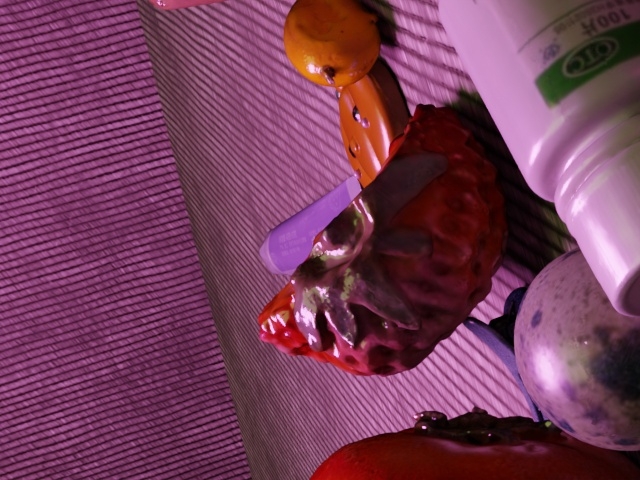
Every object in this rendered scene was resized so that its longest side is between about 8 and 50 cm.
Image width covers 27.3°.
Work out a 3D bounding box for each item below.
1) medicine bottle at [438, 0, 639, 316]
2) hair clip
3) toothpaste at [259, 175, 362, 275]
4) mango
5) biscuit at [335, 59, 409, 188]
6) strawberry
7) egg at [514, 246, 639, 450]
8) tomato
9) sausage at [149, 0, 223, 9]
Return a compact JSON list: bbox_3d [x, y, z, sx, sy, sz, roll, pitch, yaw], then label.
[{"bbox_3d":[0.175,-0.082,0.785,0.139,0.139,0.236,94,156,-58],"label":"medicine bottle"},{"bbox_3d":[0.198,0.159,1.201,0.039,0.070,0.229,-1,113,62],"label":"hair clip"},{"bbox_3d":[0.000,0.000,1.777,0.371,0.080,0.125,161,92,-72],"label":"toothpaste"},{"bbox_3d":[0.010,-0.218,1.386,0.187,0.101,0.066,-101,5,-50],"label":"mango"},{"bbox_3d":[0.049,-0.127,1.448,0.170,0.050,0.170,164,90,-76],"label":"biscuit"},{"bbox_3d":[0.078,0.008,1.225,0.149,0.265,0.336,36,-167,-1],"label":"strawberry"},{"bbox_3d":[0.199,0.069,0.882,0.182,0.141,0.141,-153,47,-84],"label":"egg"},{"bbox_3d":[0.139,0.283,1.067,0.325,0.293,0.289,-7,88,60],"label":"tomato"},{"bbox_3d":[-0.076,-0.302,1.305,0.123,0.253,0.123,165,90,-72],"label":"sausage"}]
